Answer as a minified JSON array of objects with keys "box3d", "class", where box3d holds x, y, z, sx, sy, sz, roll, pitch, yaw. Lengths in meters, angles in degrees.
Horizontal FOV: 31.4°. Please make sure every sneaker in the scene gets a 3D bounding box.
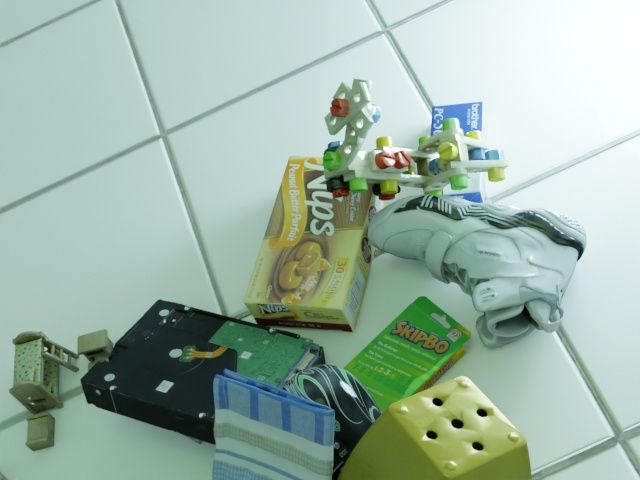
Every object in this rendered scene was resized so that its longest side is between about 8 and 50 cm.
[{"box3d":[0.236,0.048,1.848,0.365,0.137,0.210,5,55,19],"class":"sneaker"}]

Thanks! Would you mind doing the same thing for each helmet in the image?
[{"box3d":[0.008,0.269,1.733,0.169,0.169,0.161,-38,73,-9],"class":"helmet"}]

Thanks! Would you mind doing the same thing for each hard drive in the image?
[{"box3d":[-0.192,0.220,1.883,0.339,0.064,0.237,11,39,27],"class":"hard drive"}]

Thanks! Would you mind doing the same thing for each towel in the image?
[{"box3d":[-0.076,0.346,1.689,0.209,0.285,0.034,16,25,27],"class":"towel"}]

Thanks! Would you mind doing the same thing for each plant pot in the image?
[{"box3d":[0.174,0.319,1.598,0.212,0.187,0.212,-17,46,-29],"class":"plant pot"}]

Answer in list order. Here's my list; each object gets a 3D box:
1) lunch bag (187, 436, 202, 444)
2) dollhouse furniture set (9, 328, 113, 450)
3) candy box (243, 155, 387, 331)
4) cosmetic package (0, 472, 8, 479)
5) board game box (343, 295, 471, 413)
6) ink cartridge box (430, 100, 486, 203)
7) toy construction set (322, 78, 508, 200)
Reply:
[{"box3d":[-0.202,0.287,1.890,0.071,0.053,0.083,20,52,32],"class":"lunch bag"},{"box3d":[-0.448,0.246,1.978,0.161,0.101,0.182,-16,52,9],"class":"dollhouse furniture set"},{"box3d":[0.000,0.000,1.999,0.183,0.087,0.316,3,57,21],"class":"candy box"},{"box3d":[-0.586,0.437,1.931,0.060,0.041,0.115,30,70,34],"class":"cosmetic package"},{"box3d":[0.118,0.211,1.841,0.259,0.039,0.124,-44,55,-9],"class":"board game box"},{"box3d":[0.246,-0.154,2.047,0.097,0.046,0.207,-5,55,16],"class":"ink cartridge box"},{"box3d":[0.128,-0.144,1.878,0.215,0.327,0.151,-17,60,51],"class":"toy construction set"}]
